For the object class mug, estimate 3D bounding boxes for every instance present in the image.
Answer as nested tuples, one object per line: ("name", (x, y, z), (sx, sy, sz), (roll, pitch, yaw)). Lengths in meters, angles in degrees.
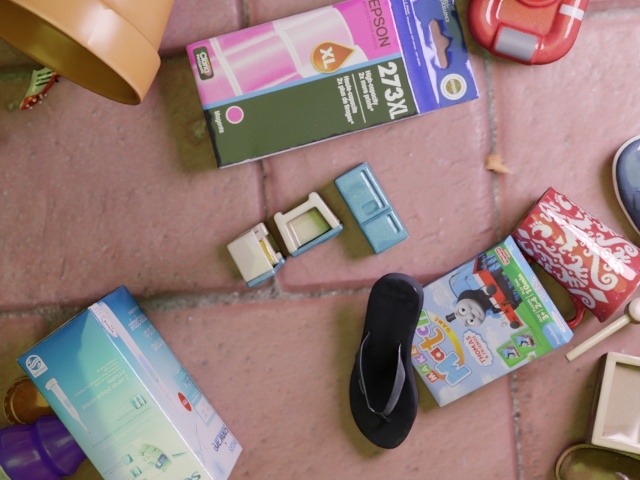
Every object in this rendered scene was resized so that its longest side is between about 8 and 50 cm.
("mug", (0.335, 0.028, 1.872), (0.169, 0.113, 0.150), (40, 79, 3))

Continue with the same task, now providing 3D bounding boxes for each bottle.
("bottle", (-0.429, 0.320, 1.960), (0.283, 0.092, 0.118), (-30, 130, 7))

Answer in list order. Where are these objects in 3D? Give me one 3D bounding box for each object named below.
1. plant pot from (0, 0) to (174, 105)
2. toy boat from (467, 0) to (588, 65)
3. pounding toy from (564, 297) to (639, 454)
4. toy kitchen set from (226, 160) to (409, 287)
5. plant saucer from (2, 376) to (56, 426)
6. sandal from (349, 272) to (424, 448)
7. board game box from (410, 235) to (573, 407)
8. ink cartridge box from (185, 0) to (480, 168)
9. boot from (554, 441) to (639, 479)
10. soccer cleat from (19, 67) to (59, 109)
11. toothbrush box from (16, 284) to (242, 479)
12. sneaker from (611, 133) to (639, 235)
("plant pot", (-0.303, -0.334, 1.788), (0.291, 0.291, 0.203), (31, 81, 1))
("toy boat", (0.285, -0.346, 1.819), (0.151, 0.151, 0.231), (17, 97, 2))
("pounding toy", (0.417, 0.183, 1.899), (0.181, 0.094, 0.206), (11, 83, 6))
("toy kitchen set", (0.000, 0.000, 1.868), (0.207, 0.166, 0.122), (-31, 93, 7))
("plant saucer", (-0.412, 0.235, 1.999), (0.084, 0.013, 0.083), (1, 96, 5))
("sandal", (0.084, 0.169, 1.911), (0.097, 0.054, 0.254), (9, 109, 19))
("board game box", (0.209, 0.113, 1.896), (0.211, 0.039, 0.160), (-32, 93, 28))
("ink cartridge box", (0.017, -0.228, 1.899), (0.371, 0.069, 0.175), (-15, 95, 3))
("boot", (0.457, 0.381, 1.902), (0.305, 0.115, 0.112), (34, 100, 2))
("soccer cleat", (-0.393, -0.217, 1.946), (0.035, 0.029, 0.083), (44, 94, 8))
("toothbrush box", (-0.249, 0.225, 1.885), (0.126, 0.216, 0.295), (-34, 92, 7))
("sneaker", (0.513, 0.009, 1.841), (0.131, 0.148, 0.350), (-36, 92, 7))
